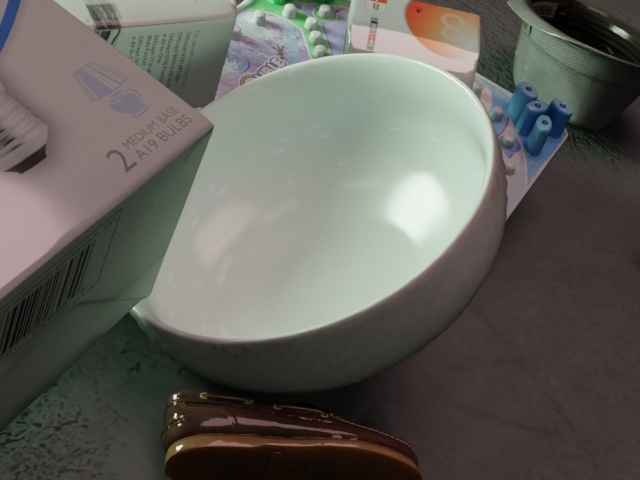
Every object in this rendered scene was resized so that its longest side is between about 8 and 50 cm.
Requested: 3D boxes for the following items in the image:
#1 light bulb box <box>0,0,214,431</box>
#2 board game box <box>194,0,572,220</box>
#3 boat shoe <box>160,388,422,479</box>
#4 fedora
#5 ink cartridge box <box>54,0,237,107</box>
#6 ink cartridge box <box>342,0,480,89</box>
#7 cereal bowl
[{"bbox_3d":[-0.331,-0.029,0.795,0.361,0.225,0.358,37,49,7],"label":"light bulb box"},{"bbox_3d":[0.028,-0.125,1.297,0.390,0.050,0.390,33,50,11],"label":"board game box"},{"bbox_3d":[-0.021,0.155,0.958,0.207,0.073,0.073,13,38,-17],"label":"boat shoe"},{"bbox_3d":[0.349,-0.232,1.654,0.244,0.124,0.275,9,29,-25],"label":"fedora"},{"bbox_3d":[-0.265,-0.229,1.174,0.307,0.129,0.223,-10,54,-26],"label":"ink cartridge box"},{"bbox_3d":[0.095,-0.187,1.306,0.145,0.045,0.179,12,46,-6],"label":"ink cartridge box"},{"bbox_3d":[0.000,0.000,1.042,0.339,0.141,0.339,-15,41,13],"label":"cereal bowl"}]
